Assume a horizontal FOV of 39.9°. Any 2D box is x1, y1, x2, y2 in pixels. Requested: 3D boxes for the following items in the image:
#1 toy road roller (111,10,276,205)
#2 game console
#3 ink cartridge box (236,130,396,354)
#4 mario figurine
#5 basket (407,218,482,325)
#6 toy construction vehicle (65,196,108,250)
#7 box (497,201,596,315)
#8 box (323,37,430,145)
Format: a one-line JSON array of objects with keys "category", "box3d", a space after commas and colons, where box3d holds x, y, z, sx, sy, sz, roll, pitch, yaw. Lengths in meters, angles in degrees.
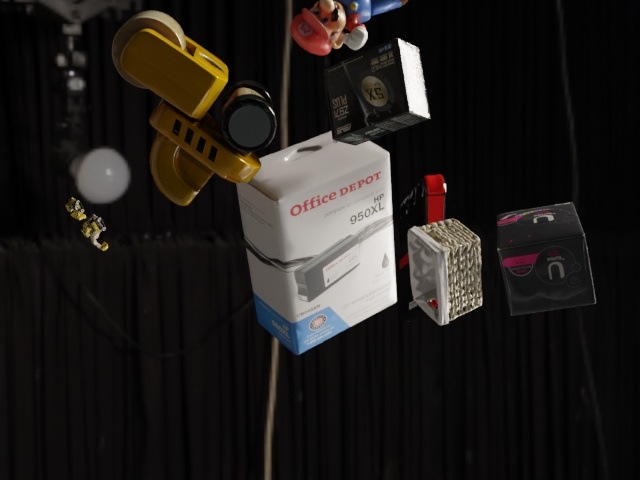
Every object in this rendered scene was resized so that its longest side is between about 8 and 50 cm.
[{"category": "toy road roller", "box3d": [-0.242, -0.215, 1.524, 0.329, 0.240, 0.202, 36, 12, -16]}, {"category": "game console", "box3d": [0.263, 0.028, 2.285, 0.060, 0.342, 0.386, 0, -10, -5]}, {"category": "ink cartridge box", "box3d": [0.000, 0.000, 1.869, 0.285, 0.395, 0.166, -26, 39, -26]}, {"category": "mario figurine", "box3d": [0.066, -0.559, 2.078, 0.320, 0.170, 0.198, -37, 31, -21]}, {"category": "basket", "box3d": [0.237, 0.054, 1.659, 0.103, 0.167, 0.113, -19, 32, -16]}, {"category": "toy construction vehicle", "box3d": [-0.466, -0.030, 1.755, 0.086, 0.098, 0.035, 25, 56, 35]}, {"category": "box", "box3d": [0.444, 0.030, 1.759, 0.165, 0.143, 0.270, -10, 13, 13]}, {"category": "box", "box3d": [0.104, -0.278, 1.673, 0.180, 0.147, 0.077, -15, -13, 37]}]
